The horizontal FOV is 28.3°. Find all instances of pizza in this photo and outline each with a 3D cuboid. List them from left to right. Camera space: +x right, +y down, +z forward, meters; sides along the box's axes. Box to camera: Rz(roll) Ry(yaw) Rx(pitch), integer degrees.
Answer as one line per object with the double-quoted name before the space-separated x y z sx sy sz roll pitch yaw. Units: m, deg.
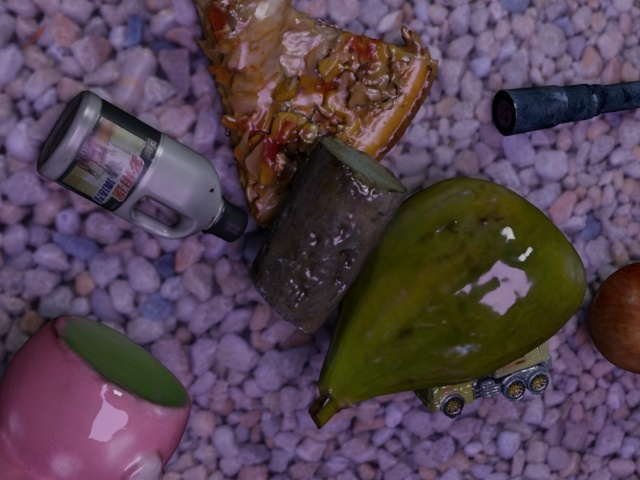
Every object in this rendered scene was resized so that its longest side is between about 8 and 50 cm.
"pizza" 0.003 -0.174 1.347 0.251 0.074 0.287 -25 117 -15

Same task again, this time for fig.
"fig" 0.125 0.061 1.367 0.314 0.233 0.233 -27 116 -28

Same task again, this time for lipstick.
"lipstick" 0.316 -0.164 1.480 0.234 0.053 0.053 -10 111 -20

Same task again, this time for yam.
"yam" 0.000 0.000 1.323 0.107 0.107 0.194 21 111 -26

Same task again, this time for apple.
"apple" 0.403 0.099 1.558 0.146 0.131 0.146 -4 104 -16

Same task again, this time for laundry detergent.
"laundry detergent" -0.173 -0.061 1.316 0.226 0.070 0.099 30 89 -28

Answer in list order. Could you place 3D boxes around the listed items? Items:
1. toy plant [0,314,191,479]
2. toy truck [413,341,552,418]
"toy plant" -0.304 0.253 1.278 0.356 0.210 0.317 -48 158 12
"toy truck" 0.195 0.139 1.521 0.169 0.077 0.100 -12 114 -16
